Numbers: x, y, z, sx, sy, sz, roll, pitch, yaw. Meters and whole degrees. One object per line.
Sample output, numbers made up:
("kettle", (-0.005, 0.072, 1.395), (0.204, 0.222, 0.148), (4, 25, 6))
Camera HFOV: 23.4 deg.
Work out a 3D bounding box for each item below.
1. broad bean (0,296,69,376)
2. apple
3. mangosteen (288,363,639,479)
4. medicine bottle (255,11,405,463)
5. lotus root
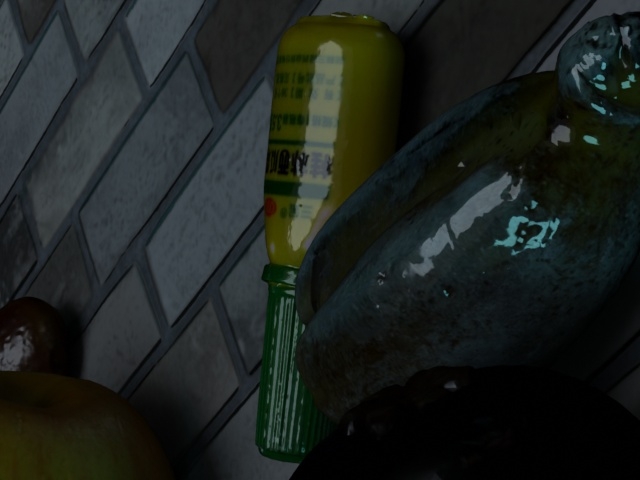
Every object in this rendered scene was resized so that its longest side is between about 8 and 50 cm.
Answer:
("broad bean", (-0.286, 0.125, 1.437), (0.165, 0.084, 0.114), (-46, 68, 33))
("apple", (-0.247, 0.223, 1.205), (0.286, 0.286, 0.233), (8, 93, 54))
("mangosteen", (0.085, 0.178, 0.791), (0.243, 0.243, 0.243), (-9, 78, 53))
("medicine bottle", (0.000, 0.000, 1.065), (0.111, 0.076, 0.309), (9, 94, 55))
("lotus root", (0.105, -0.002, 0.877), (0.322, 0.140, 0.158), (-44, 28, 36))
